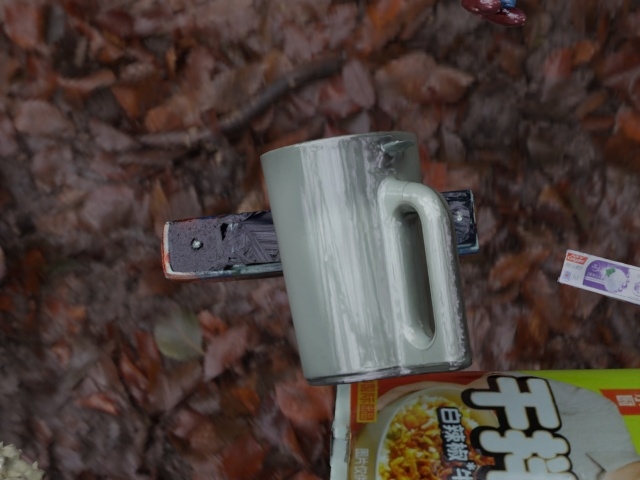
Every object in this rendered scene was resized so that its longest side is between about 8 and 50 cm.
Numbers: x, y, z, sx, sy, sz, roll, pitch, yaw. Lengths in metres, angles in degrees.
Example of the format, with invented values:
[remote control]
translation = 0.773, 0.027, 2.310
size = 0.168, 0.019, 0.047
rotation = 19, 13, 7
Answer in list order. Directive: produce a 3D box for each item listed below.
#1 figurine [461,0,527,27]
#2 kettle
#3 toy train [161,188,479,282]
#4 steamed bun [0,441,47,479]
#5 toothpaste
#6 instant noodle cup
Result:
[figurine]
translation = 0.243, -0.345, 1.400
size = 0.234, 0.127, 0.185
rotation = -21, 50, 44
[kettle]
translation = 0.034, 0.010, 0.805
size = 0.127, 0.098, 0.148
rotation = -10, 87, 21
[toy train]
translation = 0.000, 0.000, 1.719
size = 0.409, 0.089, 0.086
rotation = -6, 80, 0
[steamed bun]
translation = -0.494, 0.342, 1.516
size = 0.272, 0.290, 0.273
rotation = 27, 109, 23
[toothpaste]
translation = 0.383, 0.055, 1.603
size = 0.196, 0.040, 0.047
rotation = 16, 91, 45
[instant noodle cup]
translation = 0.154, 0.217, 0.931
size = 0.308, 0.294, 0.293
rotation = 4, 69, 1
